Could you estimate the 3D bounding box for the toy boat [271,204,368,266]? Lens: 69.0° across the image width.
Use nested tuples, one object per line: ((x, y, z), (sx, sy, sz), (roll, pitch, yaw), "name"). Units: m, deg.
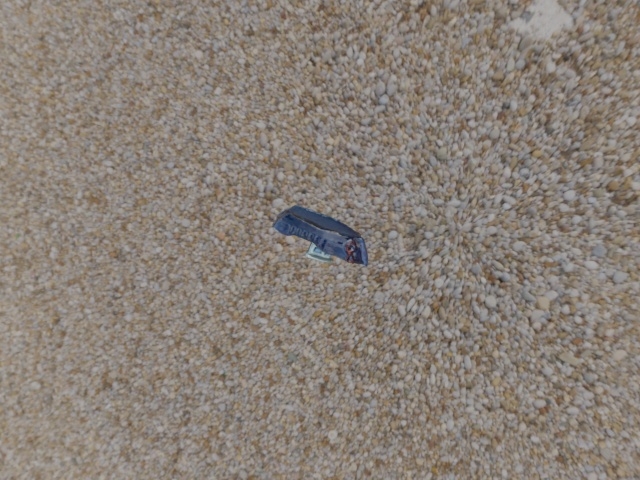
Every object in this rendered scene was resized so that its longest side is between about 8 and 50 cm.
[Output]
((0.000, 0.000, 0.366), (0.083, 0.038, 0.038), (24, 98, 8), "toy boat")
